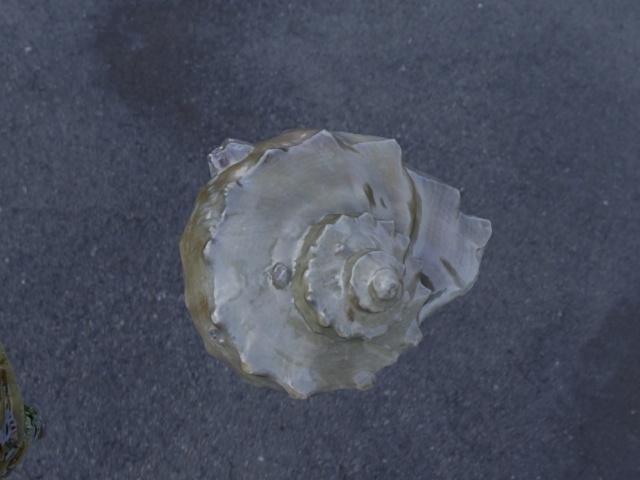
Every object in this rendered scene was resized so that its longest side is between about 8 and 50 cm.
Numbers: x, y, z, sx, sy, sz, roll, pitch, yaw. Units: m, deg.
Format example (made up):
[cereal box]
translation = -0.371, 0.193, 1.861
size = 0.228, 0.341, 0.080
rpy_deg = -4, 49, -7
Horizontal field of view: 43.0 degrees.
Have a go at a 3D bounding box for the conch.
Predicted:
[conch]
translation = 0.000, -0.009, 0.686
size = 0.263, 0.186, 0.324
rpy_deg = -16, 28, -21

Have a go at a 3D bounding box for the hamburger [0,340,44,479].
[hamburger]
translation = -0.346, 0.146, 0.682
size = 0.183, 0.206, 0.130
rpy_deg = -24, 16, -1
